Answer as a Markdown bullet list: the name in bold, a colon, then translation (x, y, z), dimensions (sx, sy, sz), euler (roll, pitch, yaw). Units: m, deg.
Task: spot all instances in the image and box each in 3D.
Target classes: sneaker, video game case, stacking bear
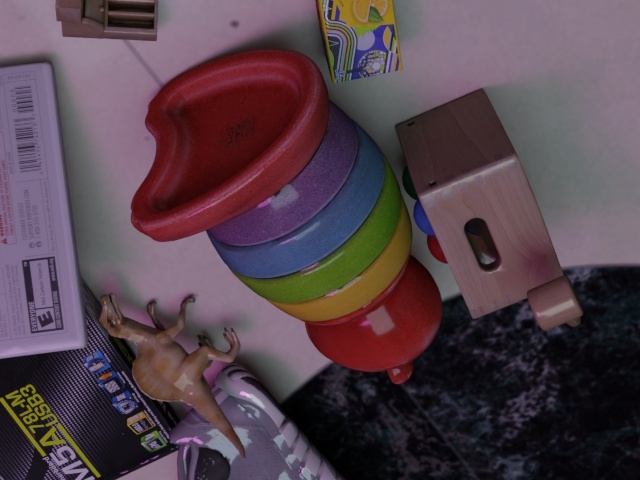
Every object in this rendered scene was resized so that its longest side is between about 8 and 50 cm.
- **sneaker**: translation (-0.055, 0.230, 1.252), dimensions (0.132, 0.086, 0.229), euler (-42, 108, -9)
- **video game case**: translation (-0.299, -0.015, 1.078), dimensions (0.206, 0.026, 0.227), euler (-7, 91, -2)
- **stacking bear**: translation (0.000, 0.000, 1.111), dimensions (0.164, 0.175, 0.289), euler (-21, 131, 21)

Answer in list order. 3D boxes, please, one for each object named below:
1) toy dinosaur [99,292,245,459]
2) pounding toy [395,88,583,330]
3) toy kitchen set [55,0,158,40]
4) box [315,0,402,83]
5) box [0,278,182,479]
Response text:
- **toy dinosaur**: translation (-0.115, 0.110, 1.184), dimensions (0.183, 0.092, 0.053), euler (45, 140, 5)
- **pounding toy**: translation (0.138, 0.012, 1.097), dimensions (0.094, 0.206, 0.181), euler (-22, 120, 7)
- **toy kitchen set**: translation (-0.158, -0.197, 1.029), dimensions (0.075, 0.083, 0.068), euler (2, 78, -8)
- **box**: translation (0.021, -0.210, 1.046), dimensions (0.059, 0.054, 0.169), euler (-11, 119, 0)
- **box**: translation (-0.246, 0.146, 1.224), dimensions (0.184, 0.045, 0.191), euler (-26, 118, 6)
